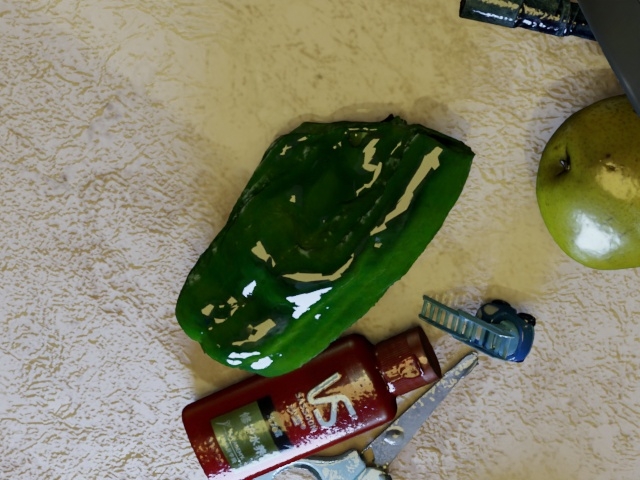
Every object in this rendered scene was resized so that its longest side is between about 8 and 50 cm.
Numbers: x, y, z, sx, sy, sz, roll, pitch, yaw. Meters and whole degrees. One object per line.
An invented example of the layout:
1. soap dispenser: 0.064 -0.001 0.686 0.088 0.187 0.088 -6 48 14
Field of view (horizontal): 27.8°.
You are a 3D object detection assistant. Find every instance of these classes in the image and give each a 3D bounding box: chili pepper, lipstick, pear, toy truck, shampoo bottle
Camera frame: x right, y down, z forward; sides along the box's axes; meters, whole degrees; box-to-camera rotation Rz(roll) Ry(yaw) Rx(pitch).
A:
1. chili pepper: -0.004 0.000 1.459 0.213 0.167 0.385 40 105 -9
2. lipstick: 0.272 -0.248 1.425 0.234 0.053 0.053 12 107 -3
3. pear: 0.329 -0.063 1.407 0.198 0.198 0.198 1 107 5
4. toy truck: 0.186 0.099 1.530 0.136 0.074 0.063 25 111 41
5. shampoo bottle: -0.010 0.196 1.563 0.314 0.076 0.118 -24 89 11

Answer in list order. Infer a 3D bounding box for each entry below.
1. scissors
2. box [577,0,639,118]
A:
1. scissors: 0.072 0.265 1.602 0.191 0.029 0.360 41 106 -6
2. box: 0.404 -0.218 1.281 0.166 0.290 0.220 -38 66 38
